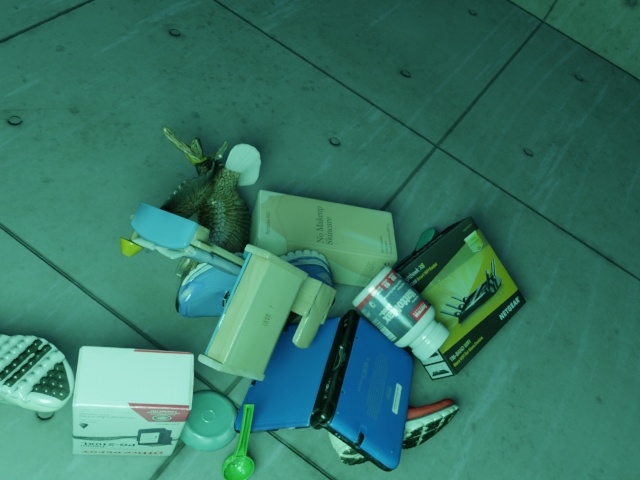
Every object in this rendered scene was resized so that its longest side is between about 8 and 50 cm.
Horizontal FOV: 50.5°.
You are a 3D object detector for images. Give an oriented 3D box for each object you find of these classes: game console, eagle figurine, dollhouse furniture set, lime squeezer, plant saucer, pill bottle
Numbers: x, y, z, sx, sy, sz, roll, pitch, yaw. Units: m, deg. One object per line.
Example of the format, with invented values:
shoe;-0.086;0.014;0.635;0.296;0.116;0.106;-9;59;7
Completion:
game console;0.019;0.284;1.273;0.250;0.173;0.293;38;34;-11
eagle figurine;-0.249;-0.070;1.429;0.226;0.225;0.298;12;41;-19
dollhouse furniture set;-0.188;0.098;1.212;0.303;0.286;0.198;20;82;31
lime squeezer;-0.124;0.427;1.142;0.059;0.110;0.310;4;82;-39
plant saucer;-0.205;0.324;1.239;0.119;0.021;0.119;11;50;-13
pill bottle;0.161;0.145;1.331;0.180;0.108;0.108;43;50;5

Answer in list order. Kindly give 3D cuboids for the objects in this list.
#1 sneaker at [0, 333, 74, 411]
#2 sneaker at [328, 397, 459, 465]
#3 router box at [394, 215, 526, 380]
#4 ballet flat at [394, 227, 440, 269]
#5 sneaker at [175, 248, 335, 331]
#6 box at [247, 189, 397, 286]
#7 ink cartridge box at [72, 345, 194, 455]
sneaker;-0.505;0.215;1.094;0.292;0.118;0.110;15;37;26
sneaker;0.143;0.335;1.312;0.279;0.107;0.118;-7;51;-26
router box;0.292;0.120;1.502;0.309;0.081;0.242;-35;92;-38
ballet flat;0.241;0.047;1.603;0.074;0.074;0.203;35;44;8
sneaker;-0.120;0.106;1.347;0.330;0.129;0.147;-8;40;-18
box;0.000;0.000;1.509;0.311;0.121;0.147;8;50;-15
ink cartridge box;-0.309;0.268;1.102;0.172;0.237;0.100;6;55;-16
